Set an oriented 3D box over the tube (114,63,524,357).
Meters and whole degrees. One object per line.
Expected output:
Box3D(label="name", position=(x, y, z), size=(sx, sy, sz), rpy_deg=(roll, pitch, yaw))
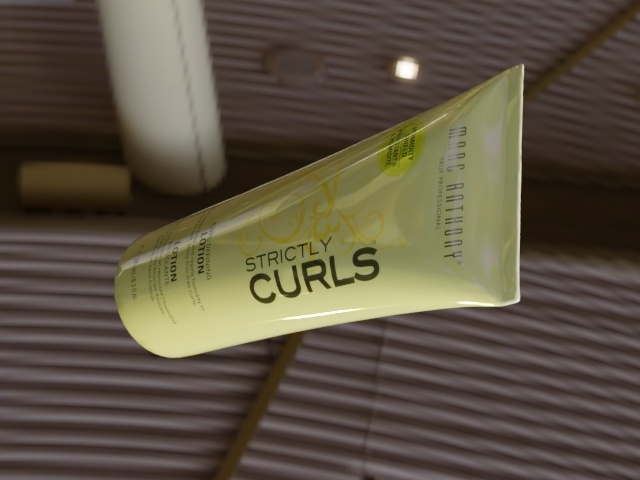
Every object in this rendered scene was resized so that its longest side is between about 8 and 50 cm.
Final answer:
Box3D(label="tube", position=(0.000, 0.000, 0.744), size=(0.062, 0.240, 0.070), rpy_deg=(-36, -78, -38))
